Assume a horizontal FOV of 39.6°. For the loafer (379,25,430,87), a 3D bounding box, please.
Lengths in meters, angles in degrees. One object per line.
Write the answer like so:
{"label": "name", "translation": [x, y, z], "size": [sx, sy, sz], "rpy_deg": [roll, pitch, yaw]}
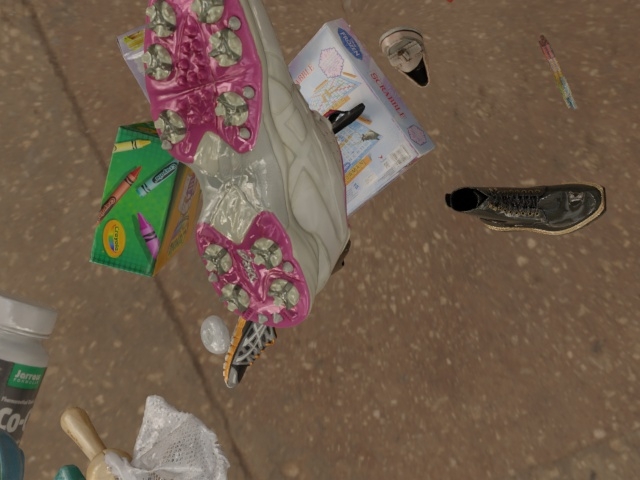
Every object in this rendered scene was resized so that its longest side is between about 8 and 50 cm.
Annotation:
{"label": "loafer", "translation": [0.101, -0.202, 0.986], "size": [0.045, 0.125, 0.039], "rpy_deg": [-25, 79, 16]}

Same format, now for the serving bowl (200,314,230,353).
{"label": "serving bowl", "translation": [-0.225, 0.199, 1.855], "size": [0.083, 0.027, 0.083], "rpy_deg": [13, 108, 44]}

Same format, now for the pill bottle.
{"label": "pill bottle", "translation": [-0.673, 0.287, 1.795], "size": [0.204, 0.204, 0.361], "rpy_deg": [19, 86, -3]}

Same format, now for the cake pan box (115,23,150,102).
{"label": "cake pan box", "translation": [-0.230, -0.336, 1.713], "size": [0.245, 0.267, 0.070], "rpy_deg": [-22, 59, -2]}

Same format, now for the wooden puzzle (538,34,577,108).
{"label": "wooden puzzle", "translation": [0.169, -0.120, 0.636], "size": [0.006, 0.083, 0.049], "rpy_deg": [-24, 103, 16]}

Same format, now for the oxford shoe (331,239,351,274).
{"label": "oxford shoe", "translation": [0.000, 0.000, 1.543], "size": [0.096, 0.227, 0.083], "rpy_deg": [-24, 69, -1]}

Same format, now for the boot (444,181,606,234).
{"label": "boot", "translation": [0.292, -0.051, 1.275], "size": [0.198, 0.137, 0.077], "rpy_deg": [-13, 72, 40]}

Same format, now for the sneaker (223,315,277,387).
{"label": "sneaker", "translation": [-0.123, 0.181, 1.659], "size": [0.083, 0.084, 0.215], "rpy_deg": [21, 100, -7]}

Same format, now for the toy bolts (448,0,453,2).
{"label": "toy bolts", "translation": [0.172, -0.483, 1.257], "size": [0.158, 0.218, 0.228], "rpy_deg": [26, 129, -3]}

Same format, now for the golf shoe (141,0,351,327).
{"label": "golf shoe", "translation": [-0.049, -0.086, 0.711], "size": [0.115, 0.140, 0.306], "rpy_deg": [6, 120, 32]}

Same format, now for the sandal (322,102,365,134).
{"label": "sandal", "translation": [0.010, -0.221, 1.713], "size": [0.179, 0.067, 0.040], "rpy_deg": [-31, 85, 36]}

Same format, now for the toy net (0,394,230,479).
{"label": "toy net", "translation": [-0.150, 0.158, 0.524], "size": [0.232, 0.045, 0.122], "rpy_deg": [-15, 77, 36]}

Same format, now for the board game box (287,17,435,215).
{"label": "board game box", "translation": [0.030, -0.228, 1.817], "size": [0.318, 0.066, 0.318], "rpy_deg": [55, 134, 4]}

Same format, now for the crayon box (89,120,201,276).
{"label": "crayon box", "translation": [-0.210, -0.066, 1.149], "size": [0.081, 0.278, 0.165], "rpy_deg": [14, 100, -2]}
